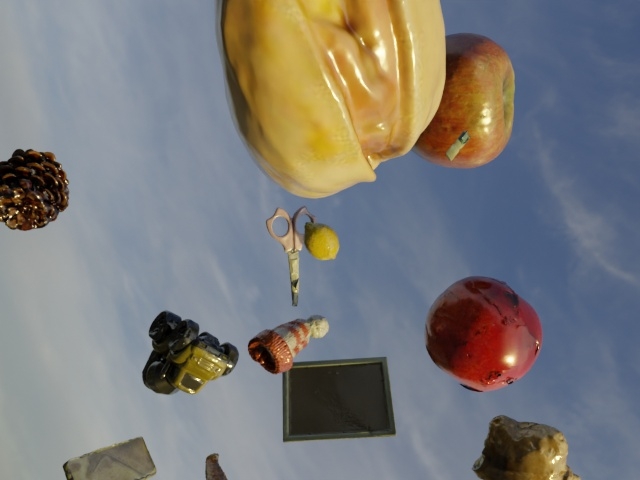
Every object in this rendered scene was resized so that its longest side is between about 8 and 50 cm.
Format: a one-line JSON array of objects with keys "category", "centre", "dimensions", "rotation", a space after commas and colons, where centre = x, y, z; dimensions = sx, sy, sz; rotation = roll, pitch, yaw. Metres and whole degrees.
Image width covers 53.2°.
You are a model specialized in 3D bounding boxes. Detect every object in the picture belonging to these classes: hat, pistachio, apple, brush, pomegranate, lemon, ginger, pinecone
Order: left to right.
[{"category": "pinecone", "centre": [-0.283, -0.047, 0.616], "dimensions": [0.083, 0.077, 0.077], "rotation": [-81, 168, -66]}, {"category": "hat", "centre": [-0.055, 0.194, 1.285], "dimensions": [0.094, 0.162, 0.112], "rotation": [58, -31, -3]}, {"category": "lemon", "centre": [0.000, 0.000, 1.147], "dimensions": [0.083, 0.062, 0.062], "rotation": [53, -34, -2]}, {"category": "pistachio", "centre": [0.006, -0.169, 0.625], "dimensions": [0.230, 0.230, 0.309], "rotation": [44, -15, 33]}, {"category": "apple", "centre": [0.269, -0.285, 1.329], "dimensions": [0.249, 0.309, 0.278], "rotation": [6, -101, 22]}, {"category": "brush", "centre": [0.228, -0.158, 1.050], "dimensions": [0.016, 0.084, 0.013], "rotation": [52, -40, -11]}, {"category": "pomegranate", "centre": [0.293, 0.167, 1.179], "dimensions": [0.235, 0.210, 0.210], "rotation": [-130, -151, -71]}, {"category": "ginger", "centre": [0.286, 0.361, 0.803], "dimensions": [0.131, 0.086, 0.295], "rotation": [-26, -103, 25]}]

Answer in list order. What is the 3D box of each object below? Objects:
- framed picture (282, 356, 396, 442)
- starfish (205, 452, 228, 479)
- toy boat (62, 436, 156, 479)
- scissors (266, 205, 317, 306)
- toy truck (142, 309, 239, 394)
[{"category": "framed picture", "centre": [0.044, 0.424, 1.709], "dimensions": [0.019, 0.296, 0.232], "rotation": [87, 1, -51]}, {"category": "starfish", "centre": [-0.074, 0.292, 0.631], "dimensions": [0.048, 0.295, 0.231], "rotation": [-64, -170, 5]}, {"category": "toy boat", "centre": [-0.283, 0.309, 0.862], "dimensions": [0.016, 0.115, 0.063], "rotation": [-50, -118, 34]}, {"category": "scissors", "centre": [-0.057, 0.035, 1.341], "dimensions": [0.021, 0.110, 0.212], "rotation": [-174, -99, -73]}, {"category": "toy truck", "centre": [-0.288, 0.255, 1.335], "dimensions": [0.147, 0.165, 0.224], "rotation": [37, -17, -29]}]
